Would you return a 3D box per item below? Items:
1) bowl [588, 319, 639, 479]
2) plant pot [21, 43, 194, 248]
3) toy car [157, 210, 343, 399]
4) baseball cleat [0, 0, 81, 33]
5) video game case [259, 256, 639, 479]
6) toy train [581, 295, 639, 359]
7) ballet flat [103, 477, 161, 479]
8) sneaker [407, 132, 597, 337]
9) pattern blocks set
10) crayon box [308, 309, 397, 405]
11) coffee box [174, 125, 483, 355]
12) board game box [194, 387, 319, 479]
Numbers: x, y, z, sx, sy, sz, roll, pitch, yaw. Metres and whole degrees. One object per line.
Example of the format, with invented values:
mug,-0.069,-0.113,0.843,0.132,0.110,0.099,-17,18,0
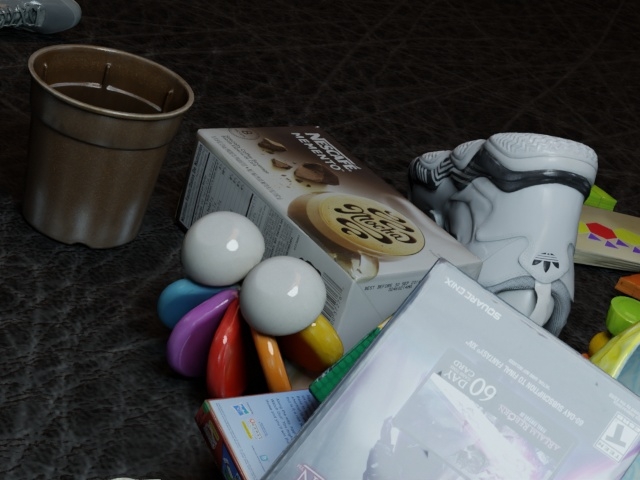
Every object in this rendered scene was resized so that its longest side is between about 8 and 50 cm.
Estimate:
bowl,0.278,0.195,1.088,0.289,0.289,0.156,2,-7,-28
plant pot,-0.228,-0.092,1.375,0.167,0.165,0.167,14,27,-7
toy car,-0.072,0.077,1.201,0.136,0.159,0.182,-41,55,-18
baseball cleat,-0.422,-0.294,1.781,0.206,0.072,0.109,7,41,-11
video game case,0.081,0.168,0.928,0.196,0.026,0.274,36,69,13
toy train,0.279,0.114,1.312,0.105,0.143,0.248,10,27,-15
ballet flat,-0.111,0.204,1.000,0.168,0.052,0.057,19,26,4
sneaker,0.175,0.009,1.476,0.137,0.210,0.366,11,-7,-15
pattern blocks set,0.364,-0.002,1.718,0.325,0.026,0.285,15,27,-8
crayon box,0.107,0.128,1.119,0.165,0.081,0.278,49,18,5
coffee box,0.000,0.000,1.389,0.168,0.119,0.297,-5,34,-37
board game box,0.026,0.226,0.986,0.145,0.027,0.281,-2,48,-37
